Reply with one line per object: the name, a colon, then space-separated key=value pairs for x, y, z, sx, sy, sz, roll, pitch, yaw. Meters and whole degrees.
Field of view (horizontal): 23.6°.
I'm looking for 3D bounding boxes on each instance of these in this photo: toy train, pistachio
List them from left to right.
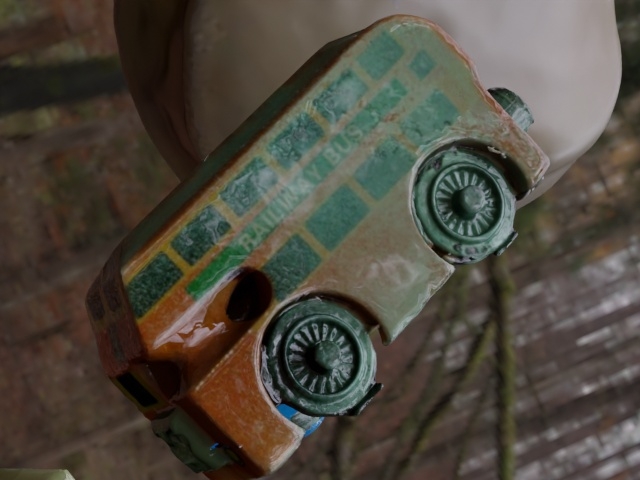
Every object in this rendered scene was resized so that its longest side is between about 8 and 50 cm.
toy train: x=0.000 y=0.000 z=0.556 sx=0.099 sy=0.188 sz=0.072 roll=44 pitch=-22 yaw=-2
pistachio: x=0.042 y=-0.160 z=1.050 sx=0.281 sy=0.365 sz=0.445 roll=30 pitch=-8 yaw=37

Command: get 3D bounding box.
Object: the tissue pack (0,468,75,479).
tissue pack: x=-0.173 y=0.257 z=0.797 sx=0.125 sy=0.234 sz=0.159 roll=-11 pitch=-52 yaw=41
